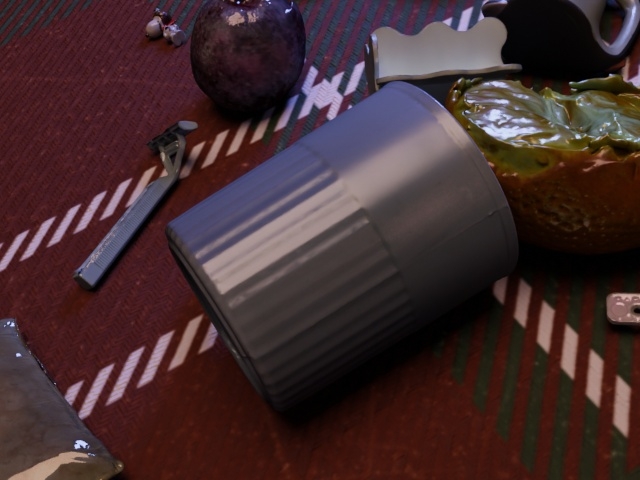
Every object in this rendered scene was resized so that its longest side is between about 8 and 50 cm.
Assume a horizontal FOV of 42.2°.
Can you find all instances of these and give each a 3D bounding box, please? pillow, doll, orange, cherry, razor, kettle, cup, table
[{"bbox_3d":[-0.377,0.219,0.961,0.185,0.075,0.302,-37,53,-20],"label":"pillow"},{"bbox_3d":[-0.272,-0.378,1.469,0.085,0.040,0.058,16,68,30],"label":"doll"},{"bbox_3d":[0.308,-0.098,0.982,0.334,0.196,0.262,-4,43,-2],"label":"orange"},{"bbox_3d":[-0.112,-0.298,1.266,0.195,0.195,0.195,-7,49,8],"label":"cherry"},{"bbox_3d":[-0.260,-0.047,1.180,0.111,0.056,0.278,-17,42,52],"label":"razor"},{"bbox_3d":[0.374,-0.369,1.240,0.240,0.165,0.255,25,56,-3],"label":"kettle"},{"bbox_3d":[-0.002,-0.011,0.949,0.311,0.257,0.331,-32,52,-12],"label":"cup"},{"bbox_3d":[0.170,-0.222,1.161,0.198,0.166,0.166,-6,49,-1],"label":"table"}]

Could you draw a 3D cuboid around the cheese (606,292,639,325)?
[{"bbox_3d":[0.445,0.076,0.902,0.255,0.050,0.127,3,51,16],"label":"cheese"}]
